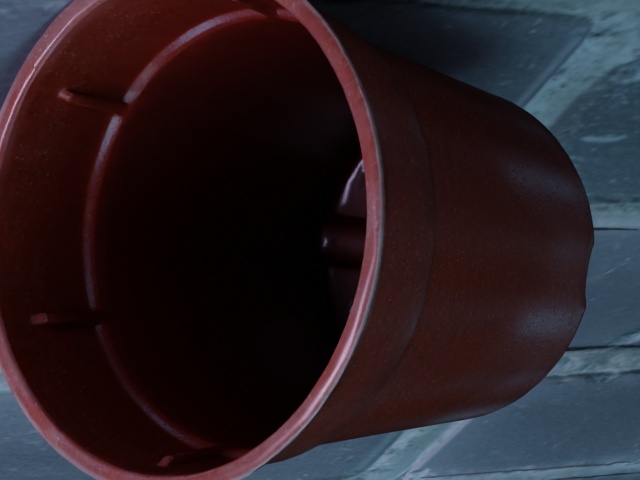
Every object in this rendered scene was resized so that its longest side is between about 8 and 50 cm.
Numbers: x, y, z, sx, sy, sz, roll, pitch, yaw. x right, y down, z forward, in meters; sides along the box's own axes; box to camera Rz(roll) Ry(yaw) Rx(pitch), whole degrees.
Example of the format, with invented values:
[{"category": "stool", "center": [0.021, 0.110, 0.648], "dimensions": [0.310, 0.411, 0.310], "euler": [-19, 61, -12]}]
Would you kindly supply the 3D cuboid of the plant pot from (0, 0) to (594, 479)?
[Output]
[{"category": "plant pot", "center": [0.000, 0.000, 1.027], "dimensions": [0.272, 0.272, 0.265], "euler": [-33, 157, 31]}]
